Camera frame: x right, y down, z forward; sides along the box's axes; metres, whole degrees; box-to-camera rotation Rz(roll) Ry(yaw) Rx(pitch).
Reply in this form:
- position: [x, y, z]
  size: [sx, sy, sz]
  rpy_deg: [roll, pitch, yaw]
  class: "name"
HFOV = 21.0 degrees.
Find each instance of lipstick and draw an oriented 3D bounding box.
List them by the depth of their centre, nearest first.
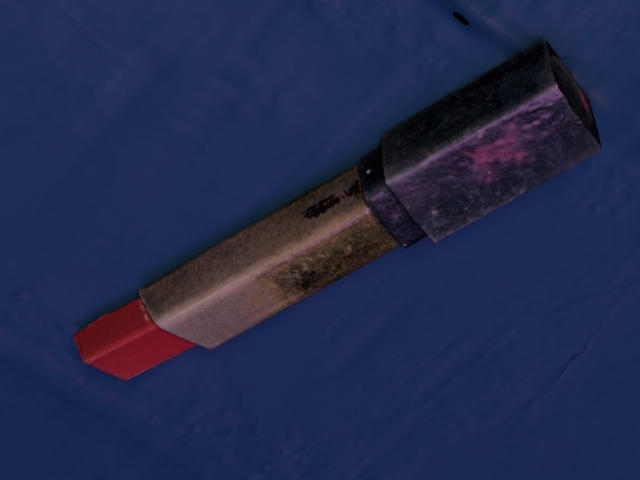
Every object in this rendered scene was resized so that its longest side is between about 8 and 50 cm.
- position: [0.000, 0.000, 0.917]
  size: [0.312, 0.051, 0.051]
  rpy_deg: [-30, 123, 19]
  class: "lipstick"
